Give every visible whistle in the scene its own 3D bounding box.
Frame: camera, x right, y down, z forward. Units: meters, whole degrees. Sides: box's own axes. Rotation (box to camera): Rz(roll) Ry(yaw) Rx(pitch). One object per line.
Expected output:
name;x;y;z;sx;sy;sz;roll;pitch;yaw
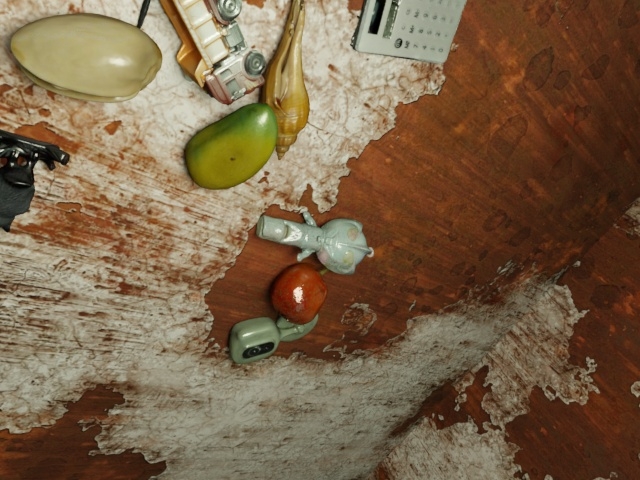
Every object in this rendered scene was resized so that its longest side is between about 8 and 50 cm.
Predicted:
whistle;-0.001;0.001;1.237;0.345;0.134;0.142;13;108;-26

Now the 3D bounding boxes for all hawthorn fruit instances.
hawthorn fruit;-0.012;0.111;1.314;0.285;0.165;0.165;-38;137;-12

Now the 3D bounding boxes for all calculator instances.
calculator;0.195;-0.478;1.019;0.261;0.021;0.161;-6;128;-28

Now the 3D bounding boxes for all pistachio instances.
pistachio;-0.367;-0.296;0.756;0.214;0.144;0.144;-2;127;-23

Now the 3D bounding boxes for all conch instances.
conch;-0.073;-0.326;0.947;0.109;0.093;0.331;-9;112;-34

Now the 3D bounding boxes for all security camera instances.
security camera;-0.131;0.285;1.431;0.301;0.080;0.157;-12;131;-26

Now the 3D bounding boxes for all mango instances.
mango;-0.174;-0.182;0.954;0.237;0.091;0.137;-20;132;24

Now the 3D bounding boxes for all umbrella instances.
umbrella;-0.286;-0.411;0.785;0.022;0.022;0.149;27;117;3

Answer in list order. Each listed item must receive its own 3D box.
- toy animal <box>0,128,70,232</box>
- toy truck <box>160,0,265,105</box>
toy animal;-0.543;-0.084;0.837;0.121;0.117;0.210;10;118;-44
toy truck;-0.198;-0.364;0.798;0.135;0.114;0.271;-37;141;-9
